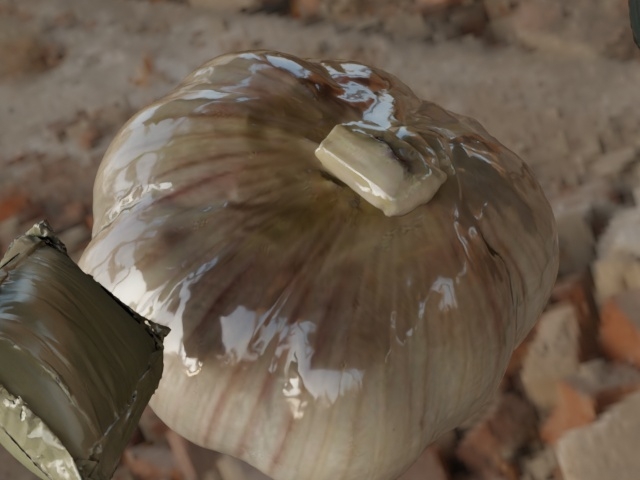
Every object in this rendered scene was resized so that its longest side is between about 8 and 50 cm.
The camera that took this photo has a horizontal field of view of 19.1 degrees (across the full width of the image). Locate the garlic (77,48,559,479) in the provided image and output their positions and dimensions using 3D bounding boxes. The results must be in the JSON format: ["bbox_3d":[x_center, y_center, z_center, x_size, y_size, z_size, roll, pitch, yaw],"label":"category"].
[{"bbox_3d":[-0.006,0.010,1.228,0.321,0.241,0.322,2,29,-1],"label":"garlic"}]

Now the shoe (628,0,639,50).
[{"bbox_3d":[0.284,-0.096,1.171,0.093,0.241,0.108,3,43,52],"label":"shoe"}]

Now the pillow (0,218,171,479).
[{"bbox_3d":[-0.137,0.061,1.001,0.053,0.119,0.208,-37,9,14],"label":"pillow"}]
